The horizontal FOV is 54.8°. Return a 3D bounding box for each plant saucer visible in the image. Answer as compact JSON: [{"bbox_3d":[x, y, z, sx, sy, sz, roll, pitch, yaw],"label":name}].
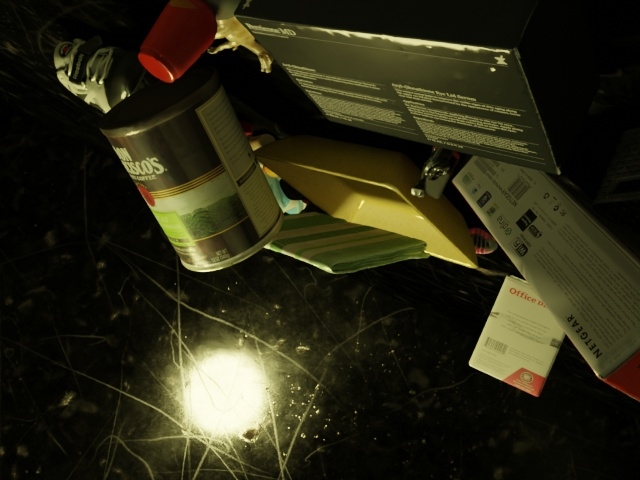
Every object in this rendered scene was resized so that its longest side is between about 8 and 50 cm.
[{"bbox_3d":[0.096,-0.083,1.099,0.332,0.081,0.333,20,170,41],"label":"plant saucer"}]

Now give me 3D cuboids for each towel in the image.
[{"bbox_3d":[0.000,0.000,1.115,0.247,0.038,0.324,-9,-162,-41],"label":"towel"}]

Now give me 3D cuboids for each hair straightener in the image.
[{"bbox_3d":[0.159,-0.092,0.814,0.047,0.089,0.230,28,172,3],"label":"hair straightener"}]

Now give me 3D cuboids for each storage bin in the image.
[{"bbox_3d":[0.366,-0.031,0.572,0.180,0.084,0.122,28,172,-14],"label":"storage bin"}]

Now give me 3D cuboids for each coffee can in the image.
[{"bbox_3d":[-0.203,-0.116,1.023,0.201,0.201,0.275,17,140,49],"label":"coffee can"}]

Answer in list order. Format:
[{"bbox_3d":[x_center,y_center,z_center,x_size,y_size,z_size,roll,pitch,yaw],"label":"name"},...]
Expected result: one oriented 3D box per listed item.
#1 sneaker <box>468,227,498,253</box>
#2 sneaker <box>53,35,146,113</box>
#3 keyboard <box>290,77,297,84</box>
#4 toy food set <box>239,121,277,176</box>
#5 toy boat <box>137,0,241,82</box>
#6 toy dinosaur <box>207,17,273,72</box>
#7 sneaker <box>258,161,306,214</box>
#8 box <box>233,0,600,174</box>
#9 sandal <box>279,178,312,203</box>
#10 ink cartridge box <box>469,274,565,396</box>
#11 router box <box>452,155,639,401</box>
[{"bbox_3d":[0.291,-0.002,1.168,0.057,0.047,0.119,8,-173,-39],"label":"sneaker"},{"bbox_3d":[-0.416,-0.307,1.136,0.146,0.123,0.330,29,171,-31],"label":"sneaker"},{"bbox_3d":[-0.007,-0.213,0.709,0.108,0.023,0.180,4,171,17],"label":"keyboard"},{"bbox_3d":[-0.179,-0.173,1.218,0.232,0.111,0.104,-4,-175,-24],"label":"toy food set"},{"bbox_3d":[-0.217,-0.301,0.579,0.318,0.148,0.267,38,162,-24],"label":"toy boat"},{"bbox_3d":[-0.119,-0.269,0.766,0.092,0.053,0.183,6,172,23],"label":"toy dinosaur"},{"bbox_3d":[-0.146,-0.077,1.439,0.127,0.208,0.319,21,171,26],"label":"sneaker"},{"bbox_3d":[0.085,-0.166,0.535,0.261,0.103,0.184,21,173,35],"label":"box"},{"bbox_3d":[-0.032,-0.103,1.266,0.179,0.040,0.067,-6,-115,-55],"label":"sandal"},{"bbox_3d":[0.441,0.206,1.351,0.158,0.218,0.092,24,177,19],"label":"ink cartridge box"},{"bbox_3d":[0.323,0.052,0.654,0.301,0.082,0.335,29,-157,-26],"label":"router box"}]
